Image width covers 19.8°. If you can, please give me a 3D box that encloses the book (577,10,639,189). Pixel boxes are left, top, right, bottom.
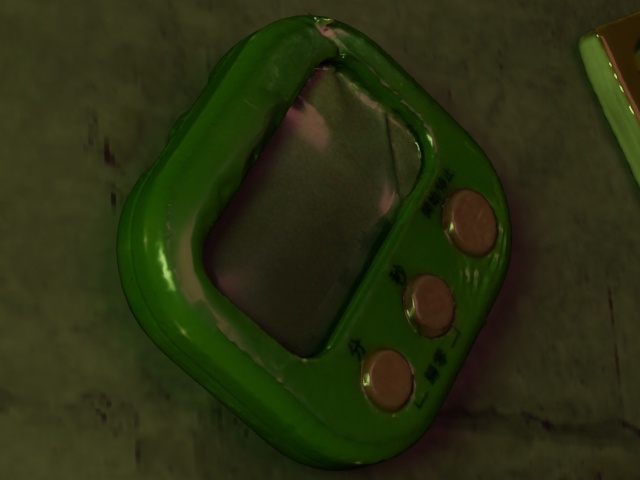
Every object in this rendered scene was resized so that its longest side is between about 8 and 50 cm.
[{"bbox_3d":[0.253,-0.035,0.829,0.295,0.020,0.208,-24,88,-38],"label":"book"}]

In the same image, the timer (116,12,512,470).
[{"bbox_3d":[0.000,0.000,0.620,0.128,0.047,0.140,43,55,-18],"label":"timer"}]
